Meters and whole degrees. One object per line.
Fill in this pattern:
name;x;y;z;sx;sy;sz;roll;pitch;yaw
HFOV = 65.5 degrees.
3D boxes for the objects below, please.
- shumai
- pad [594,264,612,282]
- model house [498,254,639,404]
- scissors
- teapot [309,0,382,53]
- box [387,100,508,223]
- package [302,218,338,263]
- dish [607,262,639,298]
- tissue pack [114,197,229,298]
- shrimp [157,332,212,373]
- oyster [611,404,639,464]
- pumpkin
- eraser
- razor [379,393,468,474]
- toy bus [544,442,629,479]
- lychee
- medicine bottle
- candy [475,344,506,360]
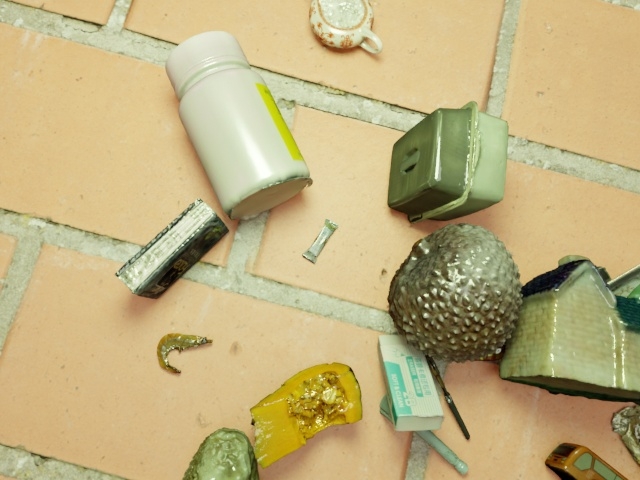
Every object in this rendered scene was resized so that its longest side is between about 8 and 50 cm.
shumai;-0.167;0.504;0.983;0.221;0.261;0.225;24;47;-4
pad;0.621;0.185;1.182;0.233;0.022;0.174;-31;84;-7
model house;0.565;0.185;1.046;0.298;0.243;0.285;14;75;-7
scissors;0.285;0.349;1.116;0.017;0.088;0.220;-27;93;3
teapot;0.061;-0.549;1.242;0.245;0.116;0.159;37;67;6
box;0.269;-0.158;1.093;0.166;0.290;0.221;9;80;-13
package;0.000;0.000;1.185;0.037;0.015;0.110;33;81;-2
dish;0.690;0.157;1.134;0.234;0.064;0.154;-37;84;18
tissue pack;-0.313;0.022;1.085;0.073;0.173;0.235;44;80;6
shrimp;-0.303;0.249;1.119;0.127;0.025;0.091;-9;80;0
oyster;0.744;0.455;1.124;0.108;0.053;0.166;-20;74;-17
pumpkin;-0.037;0.357;1.057;0.247;0.126;0.131;-16;96;-15
eraser;0.184;0.293;1.050;0.095;0.225;0.052;-2;124;-3
razor;0.235;0.431;1.090;0.232;0.106;0.068;44;81;-4
toy bus;0.679;0.593;1.075;0.408;0.093;0.092;38;72;3
lychee;0.289;0.109;1.047;0.299;0.300;0.300;1;80;-3
medicine bottle;-0.190;-0.253;1.120;0.213;0.213;0.379;-26;83;-7
candy;0.386;0.252;1.143;0.181;0.046;0.053;3;86;-1
